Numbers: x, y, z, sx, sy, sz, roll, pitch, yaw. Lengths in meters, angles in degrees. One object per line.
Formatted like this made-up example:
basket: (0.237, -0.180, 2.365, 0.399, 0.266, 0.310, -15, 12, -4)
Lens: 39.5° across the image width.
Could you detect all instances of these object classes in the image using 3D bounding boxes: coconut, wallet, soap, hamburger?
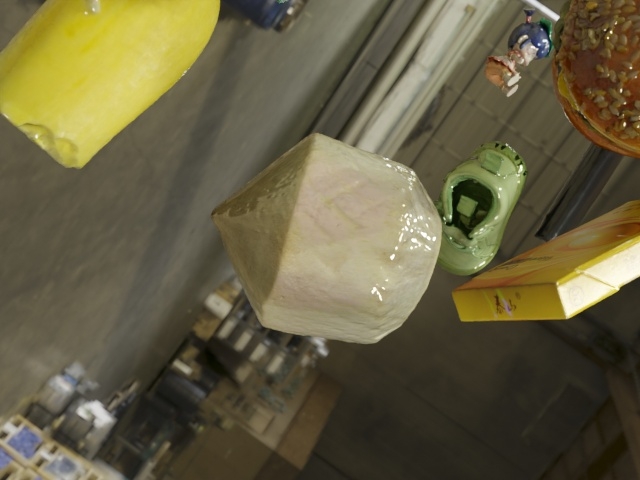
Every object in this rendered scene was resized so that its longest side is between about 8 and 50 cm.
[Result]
coconut: (0.000, 0.000, 1.283, 0.329, 0.329, 0.329, -55, 177, -4)
wallet: (0.500, -0.169, 1.516, 0.406, 0.062, 0.228, -60, 167, 12)
soap: (-0.347, -0.331, 1.499, 0.427, 0.115, 0.306, -44, 145, -6)
hamburger: (0.428, -0.238, 1.103, 0.291, 0.291, 0.225, -55, 167, 6)

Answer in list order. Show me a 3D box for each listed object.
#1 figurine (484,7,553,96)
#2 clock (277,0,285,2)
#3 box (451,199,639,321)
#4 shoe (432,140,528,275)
figurine: (0.451, -0.430, 2.021, 0.195, 0.102, 0.111, -43, 158, -14)
clock: (-0.032, -0.395, 1.318, 0.101, 0.041, 0.135, -30, -159, 21)
box: (0.275, 0.011, 0.871, 0.269, 0.043, 0.152, -22, -176, -29)
shoe: (0.245, -0.053, 1.510, 0.128, 0.140, 0.262, -17, 143, -44)
